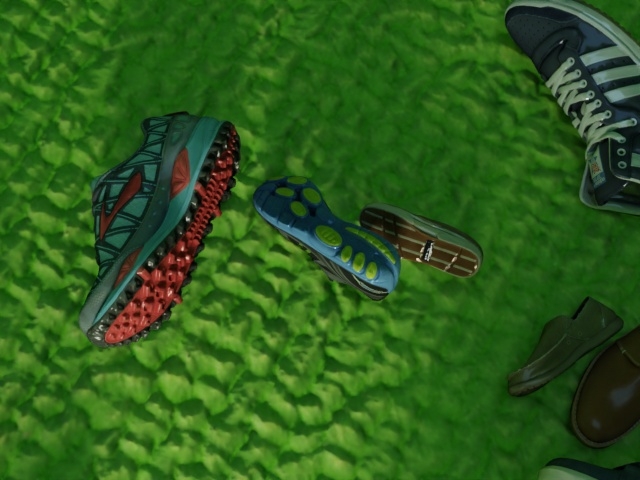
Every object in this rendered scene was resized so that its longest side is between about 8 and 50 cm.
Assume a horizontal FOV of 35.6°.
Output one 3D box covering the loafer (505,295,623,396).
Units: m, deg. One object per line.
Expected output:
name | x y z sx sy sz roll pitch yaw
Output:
loafer | 0.238 0.107 1.007 0.148 0.056 0.050 -29 75 -24

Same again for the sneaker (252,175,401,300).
sneaker | 0.000 0.000 1.013 0.188 0.078 0.067 37 60 24

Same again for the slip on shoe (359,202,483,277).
slip on shoe | 0.106 -0.005 1.041 0.135 0.051 0.041 20 31 11

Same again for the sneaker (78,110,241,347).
sneaker | -0.181 -0.015 1.004 0.125 0.104 0.262 17 65 20

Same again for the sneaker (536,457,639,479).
sneaker | 0.373 0.230 0.940 0.350 0.131 0.148 18 72 -9

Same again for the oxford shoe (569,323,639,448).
oxford shoe | 0.328 0.120 0.998 0.076 0.076 0.212 43 75 8

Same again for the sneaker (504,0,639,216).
sneaker | 0.290 -0.140 1.071 0.282 0.099 0.153 38 70 5
